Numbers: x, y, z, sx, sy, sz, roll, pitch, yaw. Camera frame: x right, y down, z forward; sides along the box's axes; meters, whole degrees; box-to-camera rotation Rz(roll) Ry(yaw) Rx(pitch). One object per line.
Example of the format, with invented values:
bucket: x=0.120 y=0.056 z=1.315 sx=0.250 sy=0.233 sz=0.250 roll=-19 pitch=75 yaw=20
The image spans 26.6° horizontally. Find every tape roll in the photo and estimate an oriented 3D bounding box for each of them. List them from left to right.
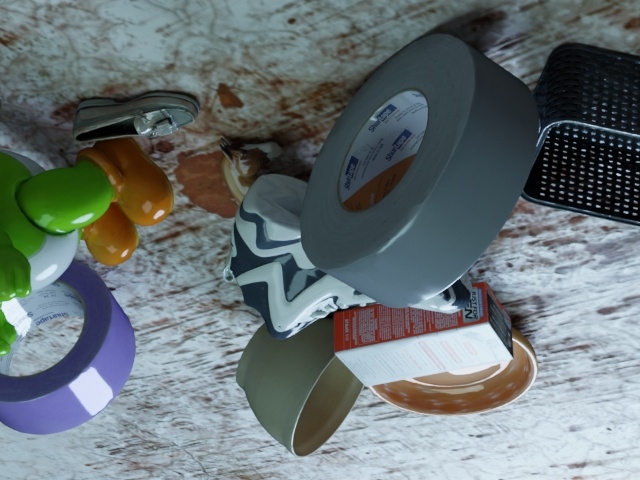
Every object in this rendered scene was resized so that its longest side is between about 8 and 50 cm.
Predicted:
tape roll: x=-0.310 y=0.118 z=1.527 sx=0.189 sy=0.189 sz=0.080 roll=0 pitch=146 yaw=16
tape roll: x=0.076 y=-0.058 z=1.111 sx=0.072 sy=0.219 sz=0.219 roll=31 pitch=143 yaw=-26

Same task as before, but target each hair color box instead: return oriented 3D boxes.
hair color box: x=0.108 y=0.099 z=1.413 sx=0.167 sy=0.053 sz=0.093 roll=-12 pitch=147 yaw=20

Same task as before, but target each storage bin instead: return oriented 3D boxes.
storage bin: x=0.266 y=-0.082 z=1.143 sx=0.180 sy=0.084 sz=0.122 roll=13 pitch=148 yaw=-1

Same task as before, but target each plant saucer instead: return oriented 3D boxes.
plant saucer: x=0.145 y=0.135 z=1.537 sx=0.200 sy=0.037 sz=0.200 roll=1 pitch=142 yaw=1

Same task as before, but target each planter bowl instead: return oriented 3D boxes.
planter bowl: x=-0.027 y=0.151 z=1.545 sx=0.109 sy=0.162 sz=0.162 roll=29 pitch=153 yaw=22

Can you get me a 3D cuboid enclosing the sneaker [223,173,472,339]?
sneaker: x=0.014 y=0.040 z=1.294 sx=0.235 sy=0.094 sz=0.153 roll=17 pitch=136 yaw=-18

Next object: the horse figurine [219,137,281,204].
horse figurine: x=0.000 y=0.000 z=1.368 sx=0.175 sy=0.066 sz=0.263 roll=-2 pitch=143 yaw=6

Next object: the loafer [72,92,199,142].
loafer: x=-0.174 y=-0.110 z=1.273 sx=0.125 sy=0.039 sz=0.045 roll=-1 pitch=145 yaw=19

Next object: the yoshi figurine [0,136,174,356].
yoshi figurine: x=-0.301 y=0.043 z=1.243 sx=0.203 sy=0.362 sz=0.203 roll=20 pitch=126 yaw=43
